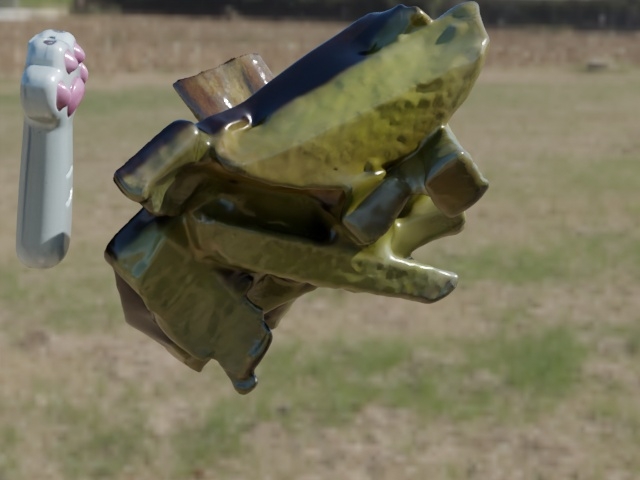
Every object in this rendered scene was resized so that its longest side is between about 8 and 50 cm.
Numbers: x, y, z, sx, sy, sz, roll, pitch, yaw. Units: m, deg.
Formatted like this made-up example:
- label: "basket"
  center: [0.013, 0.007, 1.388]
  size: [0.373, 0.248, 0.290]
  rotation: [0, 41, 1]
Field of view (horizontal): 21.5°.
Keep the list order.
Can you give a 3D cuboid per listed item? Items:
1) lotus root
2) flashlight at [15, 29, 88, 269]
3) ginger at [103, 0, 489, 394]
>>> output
- label: "lotus root"
  center: [-0.090, -0.166, 2.105]
  size: [0.095, 0.135, 0.159]
  rotation: [-38, -7, 25]
- label: "flashlight"
  center: [-0.219, -0.070, 1.371]
  size: [0.047, 0.200, 0.093]
  rotation: [8, 22, 3]
- label: "ginger"
  center: [0.000, 0.000, 1.445]
  size: [0.358, 0.413, 0.211]
  rotation: [-28, 65, -38]
